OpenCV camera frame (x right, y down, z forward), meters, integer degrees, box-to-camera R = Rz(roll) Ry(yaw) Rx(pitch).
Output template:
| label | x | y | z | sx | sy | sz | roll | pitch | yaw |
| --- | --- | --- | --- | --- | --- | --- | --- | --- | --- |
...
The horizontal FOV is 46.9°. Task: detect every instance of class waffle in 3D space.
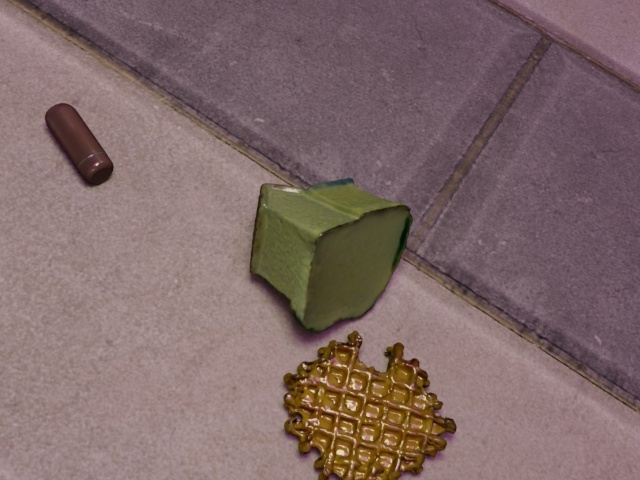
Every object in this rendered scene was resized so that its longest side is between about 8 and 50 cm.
| label | x | y | z | sx | sy | sz | roll | pitch | yaw |
| --- | --- | --- | --- | --- | --- | --- | --- | --- | --- |
| waffle | 0.065 | 0.246 | 1.069 | 0.232 | 0.051 | 0.228 | -27 | 74 | -24 |

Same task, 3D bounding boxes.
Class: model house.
| label | x | y | z | sx | sy | sz | roll | pitch | yaw |
| --- | --- | --- | --- | --- | --- | --- | --- | --- | --- |
| model house | 0.000 | 0.000 | 1.140 | 0.214 | 0.195 | 0.189 | -21 | 44 | -38 |

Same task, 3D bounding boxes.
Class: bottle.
| label | x | y | z | sx | sy | sz | roll | pitch | yaw |
| --- | --- | --- | --- | --- | --- | --- | --- | --- | --- |
| bottle | -0.384 | -0.155 | 1.175 | 0.053 | 0.053 | 0.140 | -30 | 72 | -26 |
